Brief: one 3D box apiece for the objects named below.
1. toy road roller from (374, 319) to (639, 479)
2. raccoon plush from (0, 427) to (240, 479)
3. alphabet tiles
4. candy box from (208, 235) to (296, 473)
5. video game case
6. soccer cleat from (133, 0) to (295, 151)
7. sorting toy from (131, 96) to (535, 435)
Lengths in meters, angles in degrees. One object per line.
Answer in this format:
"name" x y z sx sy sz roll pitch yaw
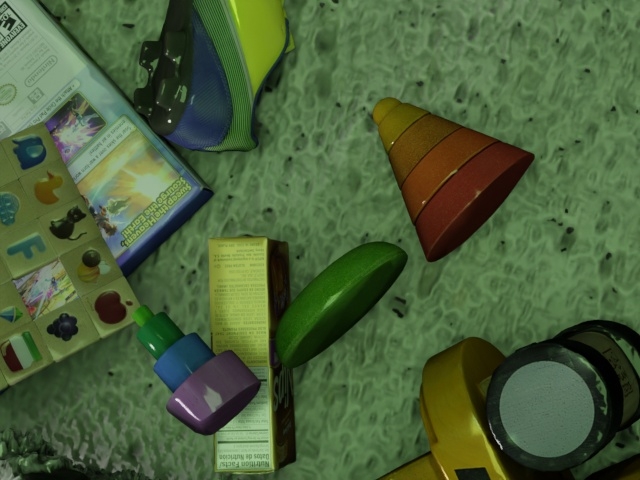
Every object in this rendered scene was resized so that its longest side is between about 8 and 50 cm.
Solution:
"toy road roller" 0.176 0.228 1.400 0.240 0.202 0.329 -29 83 20
"raccoon plush" -0.200 0.224 1.489 0.446 0.299 0.216 34 109 39
"alphabet tiles" -0.279 0.009 1.450 0.198 0.009 0.237 -27 67 -9
"candy box" -0.054 0.092 1.473 0.053 0.109 0.186 -1 88 8
"video game case" -0.268 -0.039 1.531 0.269 0.061 0.244 -43 81 4
"soccer cleat" -0.069 -0.211 1.514 0.121 0.093 0.289 18 80 -29
"sorting toy" 0.000 0.000 1.407 0.365 0.127 0.126 -37 76 -25
